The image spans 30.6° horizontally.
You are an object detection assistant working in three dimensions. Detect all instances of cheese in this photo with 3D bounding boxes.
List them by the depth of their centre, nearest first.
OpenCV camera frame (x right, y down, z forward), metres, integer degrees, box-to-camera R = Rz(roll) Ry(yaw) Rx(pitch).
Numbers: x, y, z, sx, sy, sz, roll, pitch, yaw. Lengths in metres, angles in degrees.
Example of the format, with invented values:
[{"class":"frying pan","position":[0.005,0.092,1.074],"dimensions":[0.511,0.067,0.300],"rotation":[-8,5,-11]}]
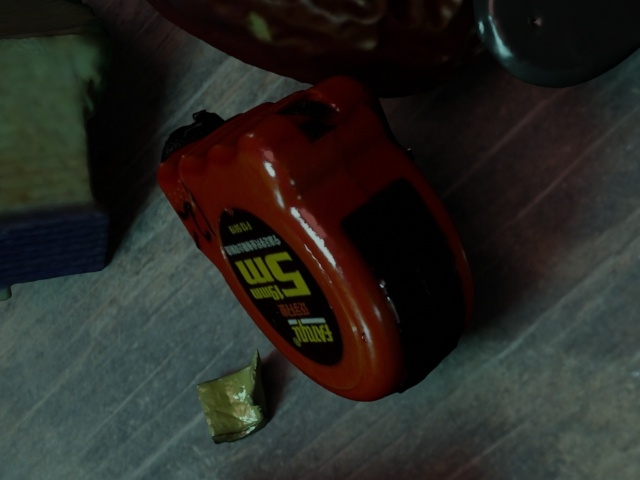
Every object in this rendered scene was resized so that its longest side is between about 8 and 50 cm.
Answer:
[{"class":"cheese","position":[-0.068,0.137,1.043],"dimensions":[0.084,0.041,0.060],"rotation":[-42,53,36]}]

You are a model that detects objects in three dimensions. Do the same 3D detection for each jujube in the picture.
[{"class":"jujube","position":[0.003,-0.223,0.877],"dimensions":[0.223,0.318,0.223],"rotation":[-4,85,49]}]

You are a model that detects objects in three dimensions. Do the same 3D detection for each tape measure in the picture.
[{"class":"tape measure","position":[0.000,0.000,0.903],"dimensions":[0.260,0.114,0.253],"rotation":[58,157,-11]}]

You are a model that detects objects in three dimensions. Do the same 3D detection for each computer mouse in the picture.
[{"class":"computer mouse","position":[0.215,-0.218,0.836],"dimensions":[0.270,0.086,0.137],"rotation":[-44,97,-1]}]

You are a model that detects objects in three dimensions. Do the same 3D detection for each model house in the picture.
[{"class":"model house","position":[-0.339,-0.091,1.183],"dimensions":[0.312,0.245,0.280],"rotation":[-139,42,-60]}]
